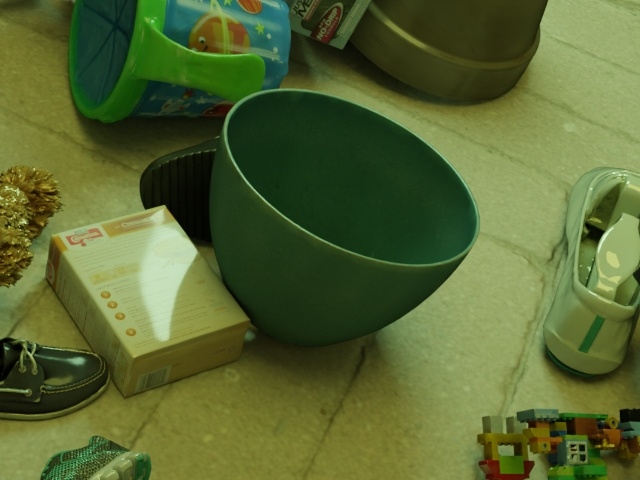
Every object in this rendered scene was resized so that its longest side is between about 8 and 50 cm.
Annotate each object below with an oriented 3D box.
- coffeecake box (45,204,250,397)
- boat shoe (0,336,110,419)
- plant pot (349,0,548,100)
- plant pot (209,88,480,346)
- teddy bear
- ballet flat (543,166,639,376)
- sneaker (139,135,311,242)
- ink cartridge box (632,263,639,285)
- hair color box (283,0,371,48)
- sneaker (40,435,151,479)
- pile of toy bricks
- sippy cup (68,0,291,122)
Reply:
[{"bbox_3d":[-0.186,0.060,1.508,0.142,0.068,0.185,-17,53,-33],"label":"coffeecake box"},{"bbox_3d":[-0.302,0.130,1.392,0.206,0.065,0.075,-3,46,-24],"label":"boat shoe"},{"bbox_3d":[0.203,-0.402,1.957,0.323,0.280,0.323,16,45,-16],"label":"plant pot"},{"bbox_3d":[0.000,0.000,1.534,0.290,0.195,0.290,18,35,-13],"label":"plant pot"},{"bbox_3d":[-0.411,-0.008,1.464,0.245,0.113,0.338,38,45,23],"label":"teddy bear"},{"bbox_3d":[0.366,0.000,1.736,0.139,0.139,0.400,23,41,4],"label":"ballet flat"},{"bbox_3d":[-0.072,-0.087,1.693,0.330,0.122,0.146,-8,30,-26],"label":"sneaker"},{"bbox_3d":[0.518,0.167,1.624,0.307,0.072,0.303,27,26,-48],"label":"ink cartridge box"},{"bbox_3d":[-0.027,-0.442,1.961,0.113,0.185,0.374,17,28,-31],"label":"hair color box"},{"bbox_3d":[-0.240,0.235,1.320,0.076,0.065,0.166,27,36,34],"label":"sneaker"},{"bbox_3d":[0.278,0.234,1.489,0.212,0.118,0.105,5,75,-29],"label":"pile of toy bricks"},{"bbox_3d":[-0.166,-0.248,1.746,0.224,0.240,0.305,7,54,-30],"label":"sippy cup"}]
